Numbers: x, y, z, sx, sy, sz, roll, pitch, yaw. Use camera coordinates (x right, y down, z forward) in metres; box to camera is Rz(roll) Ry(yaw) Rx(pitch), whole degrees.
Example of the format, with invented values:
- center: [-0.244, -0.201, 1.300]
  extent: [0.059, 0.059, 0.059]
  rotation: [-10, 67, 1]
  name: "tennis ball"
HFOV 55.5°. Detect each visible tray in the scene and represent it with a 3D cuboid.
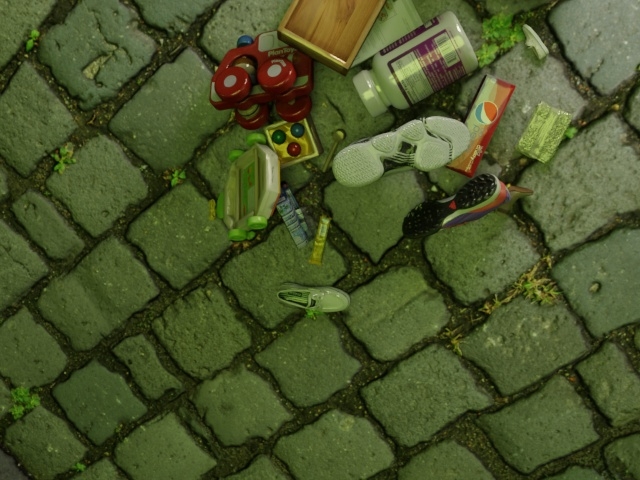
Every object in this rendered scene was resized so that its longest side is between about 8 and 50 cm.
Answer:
- center: [0.076, -0.651, 1.547]
  extent: [0.203, 0.076, 0.411]
  rotation: [29, 88, -2]
  name: "tray"

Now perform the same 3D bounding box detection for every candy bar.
- center: [0.000, 0.000, 1.833]
  extent: [0.040, 0.018, 0.161]
  rotation: [14, 106, 3]
  name: "candy bar"

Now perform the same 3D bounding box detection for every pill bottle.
- center: [0.242, -0.450, 1.593]
  extent: [0.301, 0.169, 0.169]
  rotation: [-27, 98, 16]
  name: "pill bottle"

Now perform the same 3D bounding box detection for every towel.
- center: [0.603, -0.290, 1.639]
  extent: [0.110, 0.027, 0.148]
  rotation: [24, 107, 3]
  name: "towel"

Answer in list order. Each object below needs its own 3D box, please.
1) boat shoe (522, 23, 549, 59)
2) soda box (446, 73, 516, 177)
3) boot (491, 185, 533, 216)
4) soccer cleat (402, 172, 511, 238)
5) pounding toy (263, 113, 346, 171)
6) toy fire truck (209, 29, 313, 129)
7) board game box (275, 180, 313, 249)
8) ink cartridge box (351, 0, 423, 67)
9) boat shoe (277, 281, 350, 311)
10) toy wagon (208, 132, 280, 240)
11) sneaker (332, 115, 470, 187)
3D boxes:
- center: [0.553, -0.517, 1.587]
  extent: [0.035, 0.035, 0.100]
  rotation: [-38, 101, 15]
  name: "boat shoe"
- center: [0.424, -0.307, 1.634]
  extent: [0.083, 0.092, 0.263]
  rotation: [23, 107, 3]
  name: "soda box"
- center: [0.525, -0.109, 1.698]
  extent: [0.118, 0.042, 0.087]
  rotation: [11, 112, 9]
  name: "boot"
- center: [0.374, -0.075, 1.692]
  extent: [0.318, 0.109, 0.116]
  rotation: [-29, 142, 34]
  name: "soccer cleat"
- center: [-0.031, -0.272, 1.729]
  extent: [0.206, 0.094, 0.181]
  rotation: [-18, 100, 15]
  name: "pounding toy"
- center: [-0.153, -0.461, 1.662]
  extent: [0.302, 0.169, 0.254]
  rotation: [-6, 65, 17]
  name: "toy fire truck"
- center: [-0.074, -0.056, 1.762]
  extent: [0.060, 0.194, 0.194]
  rotation: [-27, 113, -1]
  name: "board game box"
- center: [0.108, -0.633, 1.629]
  extent: [0.239, 0.060, 0.275]
  rotation: [-30, 97, -4]
  name: "ink cartridge box"
- center: [-0.024, 0.183, 1.855]
  extent: [0.226, 0.076, 0.083]
  rotation: [5, 106, 9]
  name: "boat shoe"
- center: [-0.224, -0.137, 1.747]
  extent: [0.344, 0.068, 0.267]
  rotation: [-27, 60, 53]
  name: "toy wagon"
- center: [0.207, -0.244, 1.642]
  extent: [0.365, 0.210, 0.137]
  rotation: [-16, 101, 3]
  name: "sneaker"
